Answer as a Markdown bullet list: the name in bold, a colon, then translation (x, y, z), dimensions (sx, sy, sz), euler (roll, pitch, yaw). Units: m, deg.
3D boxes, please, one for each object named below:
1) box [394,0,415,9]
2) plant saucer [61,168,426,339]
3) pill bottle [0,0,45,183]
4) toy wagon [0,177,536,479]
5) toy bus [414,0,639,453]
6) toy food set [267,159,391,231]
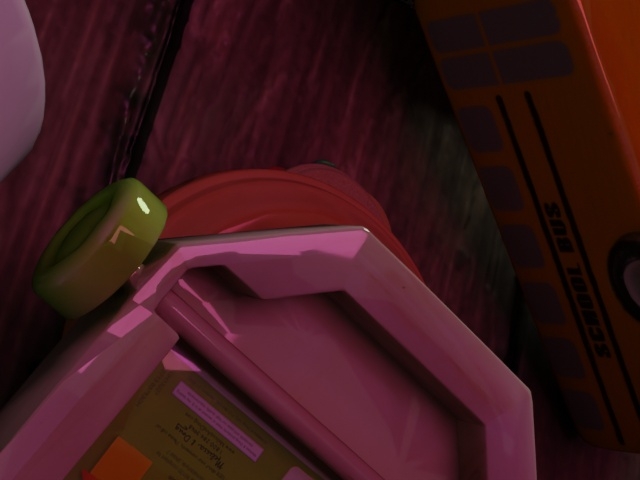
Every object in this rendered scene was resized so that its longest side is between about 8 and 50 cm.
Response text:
- **box**: translation (0.116, -0.202, 0.807), dimensions (0.191, 0.045, 0.184), euler (16, 72, -34)
- **plant saucer**: translation (-0.018, 0.065, 0.616), dimensions (0.200, 0.037, 0.200), euler (4, 83, -33)
- **pill bottle**: translation (-0.258, 0.043, 0.329), dimensions (0.229, 0.229, 0.407), euler (49, 53, -17)
- **toy wagon**: translation (-0.060, 0.156, 0.527), dimensions (0.267, 0.068, 0.344), euler (44, 75, -20)
- **toy bus**: translation (0.149, -0.058, 0.702), dimensions (0.108, 0.130, 0.332), euler (-31, 106, -30)
- **toy food set**: translation (0.000, 0.000, 0.675), dimensions (0.082, 0.020, 0.083), euler (35, 59, -25)
